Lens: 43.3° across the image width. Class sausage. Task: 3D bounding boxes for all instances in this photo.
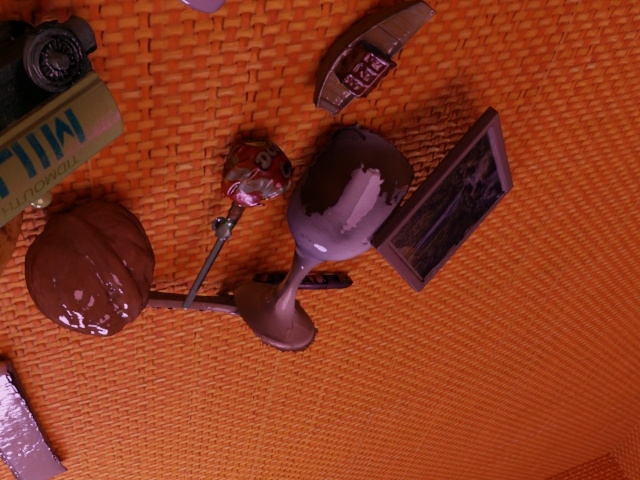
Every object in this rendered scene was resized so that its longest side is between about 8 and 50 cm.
[{"bbox_3d":[-0.023,0.065,1.279,0.198,0.028,0.025,4,145,-37],"label":"sausage"}]

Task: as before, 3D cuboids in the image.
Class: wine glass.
[{"bbox_3d":[0.000,0.000,1.097,0.143,0.143,0.321,4,128,-39],"label":"wine glass"}]

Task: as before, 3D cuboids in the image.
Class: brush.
[{"bbox_3d":[-0.174,0.089,1.168,0.337,0.085,0.020,8,102,-37],"label":"brush"}]

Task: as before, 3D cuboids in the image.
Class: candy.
[{"bbox_3d":[-0.120,-0.010,1.043,0.084,0.078,0.287,21,123,-15],"label":"candy"}]

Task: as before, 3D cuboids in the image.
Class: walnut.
[{"bbox_3d":[-0.271,0.034,0.958,0.167,0.149,0.166,-28,128,-43],"label":"walnut"}]

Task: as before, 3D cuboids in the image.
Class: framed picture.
[{"bbox_3d":[0.187,-0.043,1.168,0.240,0.020,0.324,-48,159,0],"label":"framed picture"}]

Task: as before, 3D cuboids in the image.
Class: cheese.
[{"bbox_3d":[-0.477,0.297,1.262,0.085,0.034,0.400,-14,144,-13],"label":"cheese"}]

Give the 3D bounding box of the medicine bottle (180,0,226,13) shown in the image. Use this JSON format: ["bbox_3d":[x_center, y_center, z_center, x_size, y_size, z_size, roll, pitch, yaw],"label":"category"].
[{"bbox_3d":[-0.046,-0.316,0.682,0.260,0.095,0.095,-42,144,23],"label":"medicine bottle"}]

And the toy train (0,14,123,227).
[{"bbox_3d":[-0.286,-0.092,0.724,0.253,0.105,0.157,-46,135,-29],"label":"toy train"}]

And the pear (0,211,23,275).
[{"bbox_3d":[-0.392,-0.013,0.799,0.178,0.178,0.178,-19,146,-14],"label":"pear"}]

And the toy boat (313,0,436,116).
[{"bbox_3d":[0.058,-0.212,0.925,0.172,0.066,0.065,-44,141,21],"label":"toy boat"}]
